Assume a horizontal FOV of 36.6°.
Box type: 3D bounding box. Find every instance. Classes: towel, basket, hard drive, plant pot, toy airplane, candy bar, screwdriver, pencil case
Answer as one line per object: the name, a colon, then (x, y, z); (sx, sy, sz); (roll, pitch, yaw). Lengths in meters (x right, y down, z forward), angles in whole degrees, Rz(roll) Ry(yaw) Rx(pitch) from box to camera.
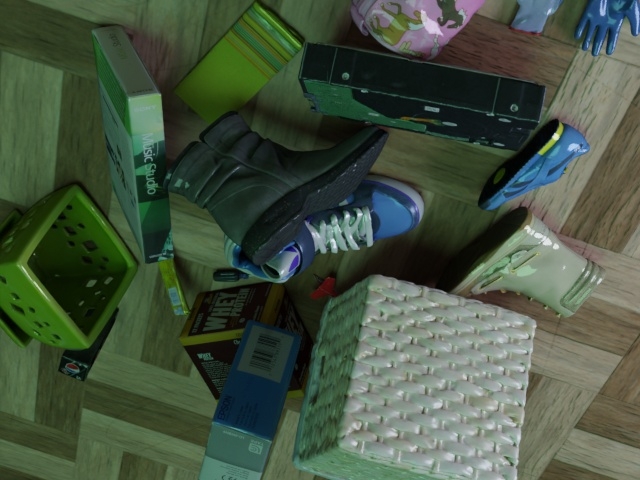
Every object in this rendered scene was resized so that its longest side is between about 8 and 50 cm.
towel: (-0.135, -0.280, 1.566); (0.102, 0.021, 0.237); (42, 127, -13)
basket: (0.157, 0.258, 1.661); (0.331, 0.328, 0.266); (16, 158, -9)
hard drive: (0.145, -0.209, 1.430); (0.338, 0.237, 0.064); (10, 86, 6)
plant pot: (-0.516, 0.061, 1.815); (0.207, 0.227, 0.228); (-11, 126, 31)
toy airplane: (0.047, 0.110, 1.831); (0.151, 0.028, 0.151); (6, 128, 8)
candy bar: (-0.285, 0.072, 1.851); (0.040, 0.018, 0.162); (-13, 99, 24)
screwdriver: (-0.124, 0.068, 1.843); (0.169, 0.025, 0.024); (1, 129, 15)
pencil case: (0.194, -0.412, 1.280); (0.167, 0.160, 0.386); (31, 130, -9)

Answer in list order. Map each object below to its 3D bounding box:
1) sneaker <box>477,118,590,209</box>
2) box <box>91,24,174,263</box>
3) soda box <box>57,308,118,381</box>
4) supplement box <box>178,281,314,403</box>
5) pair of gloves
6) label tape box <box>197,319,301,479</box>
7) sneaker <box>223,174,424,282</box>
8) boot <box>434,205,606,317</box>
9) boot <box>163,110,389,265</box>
sneaker: (0.341, -0.104, 1.554); (0.082, 0.069, 0.209); (32, 129, -17)
box: (-0.304, -0.155, 1.581); (0.058, 0.232, 0.322); (-15, 133, -18)
soda box: (-0.464, 0.198, 1.941); (0.060, 0.169, 0.053); (23, 130, -5)
supplement box: (-0.137, 0.201, 1.887); (0.191, 0.129, 0.194); (-10, 126, 22)
pair of gloves: (0.368, -0.346, 1.379); (0.198, 0.023, 0.159); (16, 132, 3)
label tape box: (-0.143, 0.355, 1.763); (0.115, 0.249, 0.348); (18, 131, -2)
sneaker: (0.000, 0.000, 1.614); (0.322, 0.236, 0.130); (5, 130, 11)
boot: (0.340, 0.077, 1.690); (0.203, 0.095, 0.262); (33, 126, -15)
boot: (-0.065, -0.135, 1.526); (0.222, 0.338, 0.118); (42, 147, 15)
